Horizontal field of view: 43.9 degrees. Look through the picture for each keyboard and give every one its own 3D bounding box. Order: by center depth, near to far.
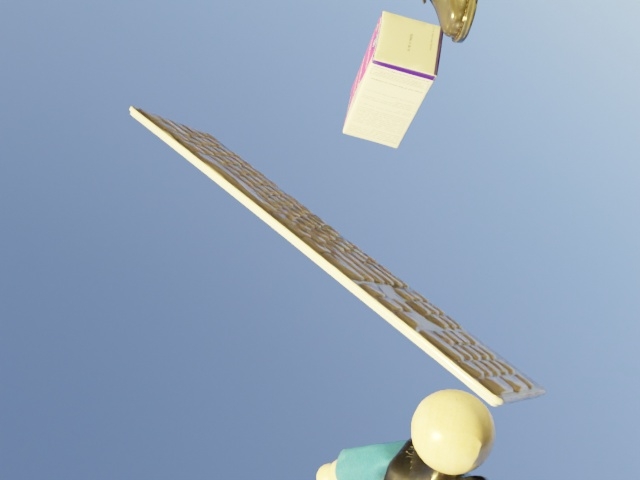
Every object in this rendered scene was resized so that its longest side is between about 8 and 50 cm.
[{"bbox_3d":[0.000,0.000,0.406,0.256,0.014,0.072,38,-173,29],"label":"keyboard"}]

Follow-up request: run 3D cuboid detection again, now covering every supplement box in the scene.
[{"bbox_3d":[0.123,-0.274,1.386,0.113,0.220,0.111,14,-118,-5],"label":"supplement box"}]

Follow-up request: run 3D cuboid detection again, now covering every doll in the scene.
[{"bbox_3d":[0.049,0.150,0.394,0.129,0.189,0.046,31,-140,34],"label":"doll"}]

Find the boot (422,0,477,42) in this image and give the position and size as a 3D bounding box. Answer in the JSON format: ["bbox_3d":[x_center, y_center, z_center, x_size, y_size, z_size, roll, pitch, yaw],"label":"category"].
[{"bbox_3d":[0.064,-0.357,1.001,0.228,0.091,0.263,-9,-109,-15],"label":"boot"}]
